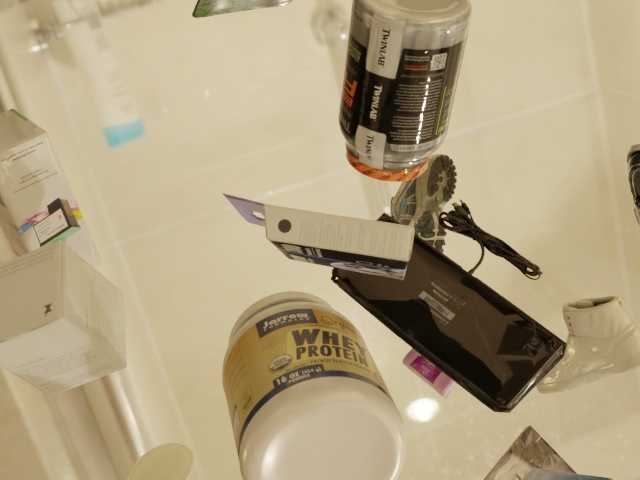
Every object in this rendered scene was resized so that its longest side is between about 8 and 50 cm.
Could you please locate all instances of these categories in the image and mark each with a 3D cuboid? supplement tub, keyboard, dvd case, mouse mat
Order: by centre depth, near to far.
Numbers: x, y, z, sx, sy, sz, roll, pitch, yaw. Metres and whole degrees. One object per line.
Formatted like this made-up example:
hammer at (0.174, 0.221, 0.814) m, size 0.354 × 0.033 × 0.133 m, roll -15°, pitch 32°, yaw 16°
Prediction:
keyboard at (0.178, 0.062, 1.174) m, size 0.201 × 0.033 × 0.317 m, roll -44°, pitch -123°, yaw -11°
supplement tub at (-0.022, 0.228, 1.330) m, size 0.228 × 0.228 × 0.316 m, roll -17°, pitch -154°, yaw -5°
mouse mat at (-0.106, -0.411, 1.479) m, size 0.189 × 0.007 × 0.152 m, roll -17°, pitch 169°, yaw -25°
supplement tub at (0.133, -0.268, 1.529) m, size 0.193 × 0.316 × 0.194 m, roll 4°, pitch -142°, yaw -3°
dvd case at (0.382, 0.478, 1.694) m, size 0.221 × 0.164 × 0.018 m, roll -42°, pitch 175°, yaw -26°

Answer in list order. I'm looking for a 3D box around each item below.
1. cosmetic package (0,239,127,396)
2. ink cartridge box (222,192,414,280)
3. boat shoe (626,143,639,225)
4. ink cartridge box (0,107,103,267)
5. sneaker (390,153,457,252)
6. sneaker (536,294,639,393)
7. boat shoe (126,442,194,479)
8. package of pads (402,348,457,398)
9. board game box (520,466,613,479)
cosmetic package at (-0.419, 0.125, 1.439) m, size 0.151 × 0.184 × 0.151 m, roll -21°, pitch -128°, yaw 11°
ink cartridge box at (0.000, 0.000, 1.043) m, size 0.208 × 0.045 × 0.206 m, roll 11°, pitch 173°, yaw 6°
boat shoe at (0.524, -0.044, 1.354) m, size 0.114 × 0.302 × 0.091 m, roll 7°, pitch -109°, yaw 42°
ink cartridge box at (-0.522, -0.074, 1.646) m, size 0.117 × 0.278 × 0.201 m, roll -30°, pitch -147°, yaw -23°
sneaker at (0.200, -0.045, 1.934) m, size 0.122 × 0.110 × 0.283 m, roll 6°, pitch -106°, yaw 53°
sneaker at (0.531, 0.206, 1.879) m, size 0.108 × 0.169 × 0.292 m, roll -29°, pitch 176°, yaw -44°
boat shoe at (-0.357, 0.530, 1.875) m, size 0.109 × 0.091 × 0.305 m, roll 22°, pitch -151°, yaw 11°
package of pads at (0.164, 0.183, 1.312) m, size 0.083 × 0.032 × 0.050 m, roll 38°, pitch -98°, yaw 30°
board game box at (0.162, 0.330, 0.897) m, size 0.281 × 0.027 × 0.145 m, roll -38°, pitch -177°, yaw -20°
